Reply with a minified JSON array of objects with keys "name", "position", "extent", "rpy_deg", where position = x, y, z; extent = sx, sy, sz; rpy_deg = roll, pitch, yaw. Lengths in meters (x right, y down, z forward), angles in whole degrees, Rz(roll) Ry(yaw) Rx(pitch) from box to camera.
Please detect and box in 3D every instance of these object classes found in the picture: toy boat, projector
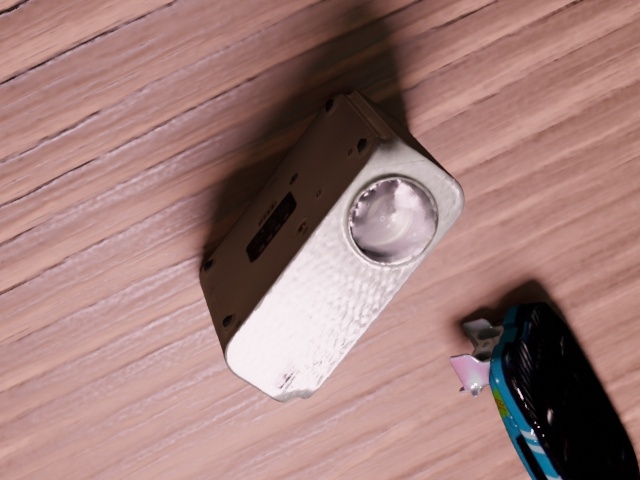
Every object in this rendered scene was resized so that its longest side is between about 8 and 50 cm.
[{"name":"toy boat","position":[0.237,0.206,1.513],"extent":[0.092,0.134,0.299],"rpy_deg":[-13,119,34]},{"name":"projector","position":[0.000,0.000,1.332],"extent":[0.108,0.198,0.250],"rpy_deg":[36,100,-21]}]
